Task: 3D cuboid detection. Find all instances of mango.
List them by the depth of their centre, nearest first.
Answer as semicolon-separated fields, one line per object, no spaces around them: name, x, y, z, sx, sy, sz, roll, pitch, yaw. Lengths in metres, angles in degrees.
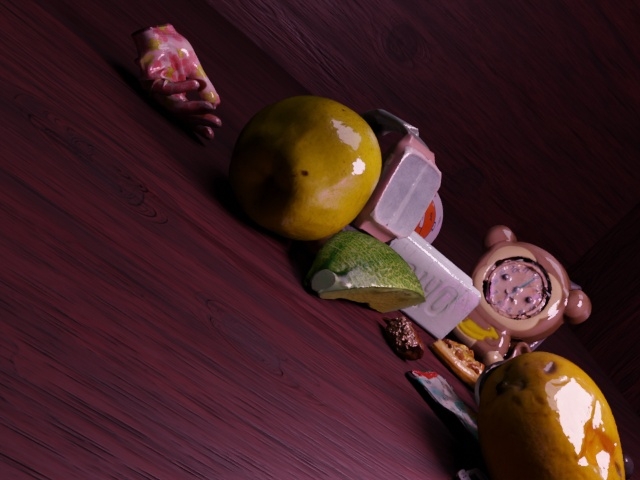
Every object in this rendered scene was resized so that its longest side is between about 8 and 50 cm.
mango;0.377;0.360;1.368;0.253;0.182;0.365;-6;77;-44

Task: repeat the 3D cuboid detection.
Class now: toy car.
toy car;0.238;0.374;1.325;0.041;0.025;0.093;50;14;28

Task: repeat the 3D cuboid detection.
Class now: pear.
pear;-0.024;-0.137;1.581;0.294;0.294;0.294;41;14;-12

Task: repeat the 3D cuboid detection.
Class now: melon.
melon;0.082;0.062;1.613;0.196;0.124;0.323;40;10;19

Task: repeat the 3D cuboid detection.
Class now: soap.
soap;0.215;0.087;1.867;0.261;0.150;0.094;38;11;-21

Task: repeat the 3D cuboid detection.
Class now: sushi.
sushi;0.156;0.183;1.620;0.055;0.052;0.120;53;8;-33

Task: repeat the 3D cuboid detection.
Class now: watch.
watch;0.109;-0.147;1.783;0.241;0.253;0.162;29;-3;42
watch;0.470;0.180;2.109;0.314;0.335;0.327;44;-7;25

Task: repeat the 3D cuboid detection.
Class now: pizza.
pizza;0.305;0.258;1.831;0.175;0.046;0.134;39;14;-17

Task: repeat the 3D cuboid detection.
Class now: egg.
egg;0.000;0.000;1.677;0.071;0.071;0.083;47;28;14

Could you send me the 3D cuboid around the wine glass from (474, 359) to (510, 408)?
wine glass;0.356;0.291;1.620;0.126;0.126;0.241;48;2;16

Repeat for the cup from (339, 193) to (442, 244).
cup;0.147;-0.069;2.026;0.212;0.212;0.317;48;16;17

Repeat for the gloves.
gloves;-0.285;-0.307;1.700;0.145;0.126;0.241;-78;149;-80

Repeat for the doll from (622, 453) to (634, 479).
doll;0.503;0.449;1.663;0.234;0.143;0.135;31;-6;-39

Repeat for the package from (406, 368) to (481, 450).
package;0.262;0.316;1.545;0.232;0.040;0.166;49;13;28
